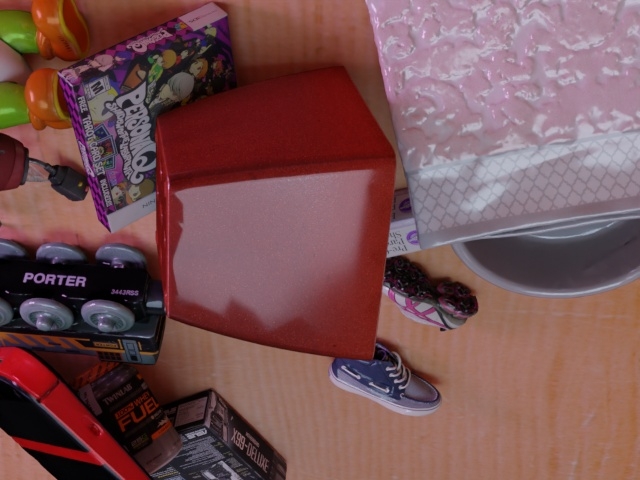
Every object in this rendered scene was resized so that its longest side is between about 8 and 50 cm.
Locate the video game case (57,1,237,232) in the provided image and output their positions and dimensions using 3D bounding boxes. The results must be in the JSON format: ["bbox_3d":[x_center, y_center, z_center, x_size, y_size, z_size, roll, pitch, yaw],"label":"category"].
[{"bbox_3d":[-0.193,-0.145,1.323,0.210,0.042,0.232,-30,140,-24],"label":"video game case"}]

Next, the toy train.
[{"bbox_3d":[-0.377,0.097,1.612,0.333,0.142,0.190,3,144,3],"label":"toy train"}]

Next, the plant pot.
[{"bbox_3d":[-0.070,-0.032,1.276,0.235,0.267,0.267,-3,121,-12],"label":"plant pot"}]

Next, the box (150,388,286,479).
[{"bbox_3d":[-0.251,0.395,1.930,0.307,0.077,0.242,-21,129,25],"label":"box"}]

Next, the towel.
[{"bbox_3d":[0.238,-0.163,1.238,0.331,0.053,0.317,-9,100,13],"label":"towel"}]

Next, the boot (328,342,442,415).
[{"bbox_3d":[0.112,0.213,1.715,0.189,0.069,0.086,17,137,-8],"label":"boot"}]

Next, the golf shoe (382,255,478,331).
[{"bbox_3d":[0.133,0.084,1.587,0.186,0.068,0.086,26,133,-19],"label":"golf shoe"}]

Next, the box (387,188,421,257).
[{"bbox_3d":[0.000,0.000,1.518,0.323,0.063,0.067,-12,133,17],"label":"box"}]

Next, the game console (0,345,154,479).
[{"bbox_3d":[-0.405,0.295,1.693,0.342,0.060,0.386,48,153,-20],"label":"game console"}]

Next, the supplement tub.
[{"bbox_3d":[-0.314,0.282,1.753,0.117,0.117,0.190,-31,94,31],"label":"supplement tub"}]

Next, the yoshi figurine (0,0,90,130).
[{"bbox_3d":[-0.469,-0.216,1.277,0.362,0.204,0.203,0,119,10],"label":"yoshi figurine"}]

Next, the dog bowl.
[{"bbox_3d":[0.310,-0.062,1.399,0.348,0.102,0.349,3,136,3],"label":"dog bowl"}]

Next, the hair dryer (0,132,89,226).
[{"bbox_3d":[-0.462,-0.071,1.418,0.223,0.080,0.293,-18,154,20],"label":"hair dryer"}]
